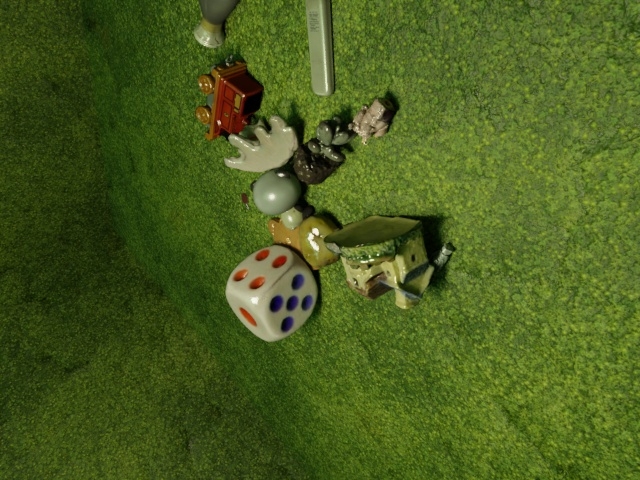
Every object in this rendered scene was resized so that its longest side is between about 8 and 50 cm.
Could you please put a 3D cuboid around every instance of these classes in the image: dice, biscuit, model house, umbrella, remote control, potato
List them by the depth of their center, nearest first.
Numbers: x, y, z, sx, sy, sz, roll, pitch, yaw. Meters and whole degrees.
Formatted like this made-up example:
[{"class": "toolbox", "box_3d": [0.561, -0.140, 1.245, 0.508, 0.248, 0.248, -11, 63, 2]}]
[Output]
[{"class": "remote control", "box_3d": [-0.001, -0.612, 1.415, 0.090, 0.038, 0.310, 21, 128, 40]}, {"class": "umbrella", "box_3d": [0.359, 0.082, 1.419, 0.050, 0.046, 0.188, 12, 137, -9]}, {"class": "model house", "box_3d": [0.187, 0.080, 1.427, 0.321, 0.261, 0.266, 17, 128, 62]}, {"class": "potato", "box_3d": [0.000, 0.001, 1.711, 0.137, 0.154, 0.201, -177, 72, -73]}, {"class": "dice", "box_3d": [-0.204, 0.225, 1.918, 0.276, 0.304, 0.304, 18, 142, 43]}, {"class": "biscuit", "box_3d": [-0.102, 0.012, 1.923, 0.354, 0.052, 0.275, 19, 126, 44]}]

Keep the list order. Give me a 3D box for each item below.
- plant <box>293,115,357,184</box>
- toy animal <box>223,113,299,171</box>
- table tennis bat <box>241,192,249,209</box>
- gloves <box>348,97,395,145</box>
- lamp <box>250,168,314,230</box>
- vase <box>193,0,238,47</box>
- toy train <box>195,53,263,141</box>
[{"class": "plant", "box_3d": [0.010, -0.302, 1.508, 0.149, 0.146, 0.274, 58, 143, 10]}, {"class": "toy animal", "box_3d": [-0.200, -0.397, 1.706, 0.266, 0.188, 0.308, 24, 140, 2]}, {"class": "table tennis bat", "box_3d": [-0.355, -0.184, 2.135, 0.050, 0.007, 0.083, -3, 108, 50]}, {"class": "gloves", "box_3d": [0.156, -0.362, 1.342, 0.144, 0.110, 0.094, -36, 75, 24]}, {"class": "lamp", "box_3d": [-0.151, -0.162, 1.752, 0.197, 0.198, 0.244, -2, 133, 50]}, {"class": "vase", "box_3d": [-0.375, -0.856, 1.615, 0.173, 0.173, 0.321, 57, 149, 6]}, {"class": "toy train", "box_3d": [-0.357, -0.550, 1.787, 0.231, 0.163, 0.369, 39, 138, 15]}]
